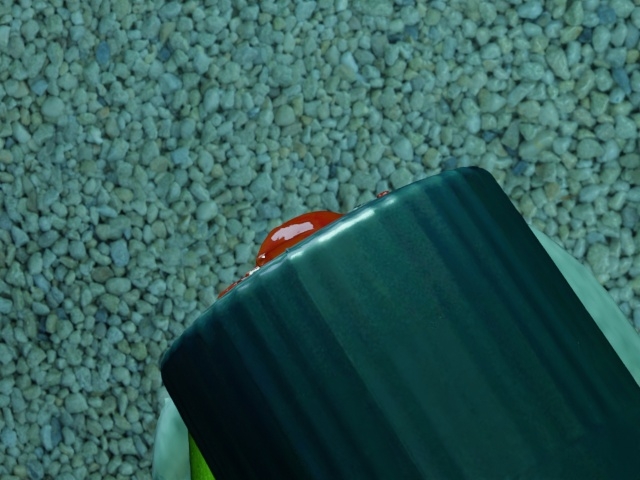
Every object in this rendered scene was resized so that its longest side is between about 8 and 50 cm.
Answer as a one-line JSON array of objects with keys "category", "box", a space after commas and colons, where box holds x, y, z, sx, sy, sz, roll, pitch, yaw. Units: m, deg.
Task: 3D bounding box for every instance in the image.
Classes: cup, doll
[{"category": "cup", "box": [0.090, 0.128, 0.899, 0.242, 0.292, 0.308, -39, -11, 35]}, {"category": "doll", "box": [0.000, 0.000, 1.263, 0.169, 0.057, 0.109, -33, -5, -29]}]

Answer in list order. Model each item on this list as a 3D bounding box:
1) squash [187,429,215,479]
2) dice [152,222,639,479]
[{"category": "squash", "box": [-0.036, 0.223, 1.034, 0.101, 0.378, 0.101, -5, -40, -4]}, {"category": "dice", "box": [0.084, 0.183, 1.292, 0.328, 0.348, 0.330, -40, -14, 31]}]
